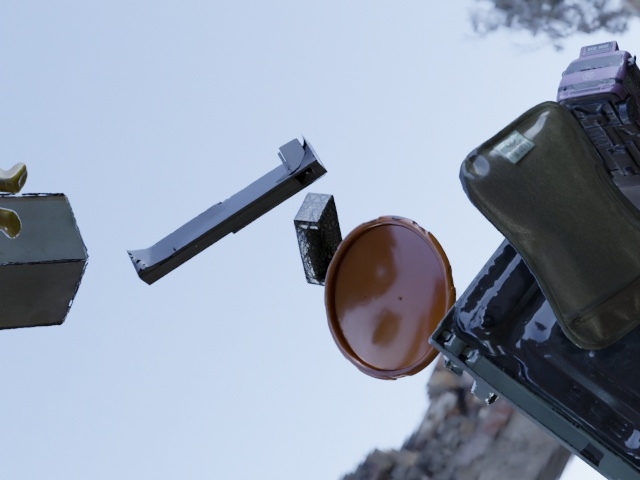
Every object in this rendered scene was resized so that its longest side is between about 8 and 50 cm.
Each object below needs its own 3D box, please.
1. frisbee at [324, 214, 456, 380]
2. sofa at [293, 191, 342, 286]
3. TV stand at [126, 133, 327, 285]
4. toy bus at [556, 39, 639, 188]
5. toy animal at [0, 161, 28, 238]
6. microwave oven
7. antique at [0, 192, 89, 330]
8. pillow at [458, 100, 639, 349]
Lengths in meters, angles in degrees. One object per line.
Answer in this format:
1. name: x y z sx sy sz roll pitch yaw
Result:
1. frisbee: 0.084 0.067 1.417 0.035 0.192 0.192 5 -72 -49
2. sofa: 0.000 0.000 1.573 0.118 0.039 0.060 78 -150 -41
3. TV stand: -0.114 -0.036 1.449 0.256 0.049 0.040 -32 -27 7
4. toy bus: 0.375 -0.152 1.524 0.199 0.096 0.108 45 -129 -42
5. toy animal: -0.424 -0.057 1.264 0.156 0.229 0.156 6 -90 -89
6. microwave oven: 0.294 0.114 1.256 0.237 0.295 0.181 -53 -16 1
7. antique: -0.414 0.022 1.647 0.146 0.148 0.152 -1 -40 -31
8. pillow: 0.227 -0.014 1.101 0.130 0.217 0.033 -37 -6 1
